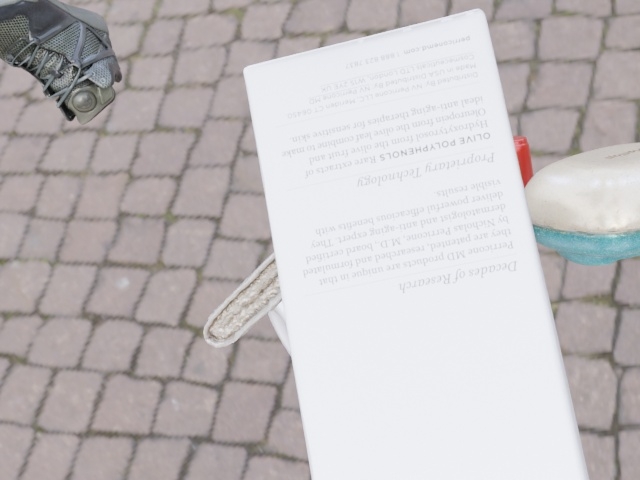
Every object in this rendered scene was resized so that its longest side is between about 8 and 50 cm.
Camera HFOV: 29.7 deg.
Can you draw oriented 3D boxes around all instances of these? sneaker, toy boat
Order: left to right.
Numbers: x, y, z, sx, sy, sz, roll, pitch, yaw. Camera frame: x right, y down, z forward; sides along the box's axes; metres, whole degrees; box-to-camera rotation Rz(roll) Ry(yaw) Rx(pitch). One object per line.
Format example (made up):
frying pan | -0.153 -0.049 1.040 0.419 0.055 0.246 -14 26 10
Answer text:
sneaker | -0.308 -0.208 1.375 0.087 0.227 0.130 -35 72 23
toy boat | 0.317 -0.039 1.432 0.267 0.148 0.318 -13 16 -32

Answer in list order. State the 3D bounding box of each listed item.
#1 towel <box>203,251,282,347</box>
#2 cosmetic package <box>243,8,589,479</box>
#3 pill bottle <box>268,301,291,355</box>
towel | 0.000 0.000 1.302 0.049 0.282 0.187 48 36 2
cosmetic package | 0.069 0.074 0.744 0.155 0.197 0.366 -13 79 8
pill bottle | 0.048 0.072 1.603 0.221 0.121 0.121 -28 51 -14
